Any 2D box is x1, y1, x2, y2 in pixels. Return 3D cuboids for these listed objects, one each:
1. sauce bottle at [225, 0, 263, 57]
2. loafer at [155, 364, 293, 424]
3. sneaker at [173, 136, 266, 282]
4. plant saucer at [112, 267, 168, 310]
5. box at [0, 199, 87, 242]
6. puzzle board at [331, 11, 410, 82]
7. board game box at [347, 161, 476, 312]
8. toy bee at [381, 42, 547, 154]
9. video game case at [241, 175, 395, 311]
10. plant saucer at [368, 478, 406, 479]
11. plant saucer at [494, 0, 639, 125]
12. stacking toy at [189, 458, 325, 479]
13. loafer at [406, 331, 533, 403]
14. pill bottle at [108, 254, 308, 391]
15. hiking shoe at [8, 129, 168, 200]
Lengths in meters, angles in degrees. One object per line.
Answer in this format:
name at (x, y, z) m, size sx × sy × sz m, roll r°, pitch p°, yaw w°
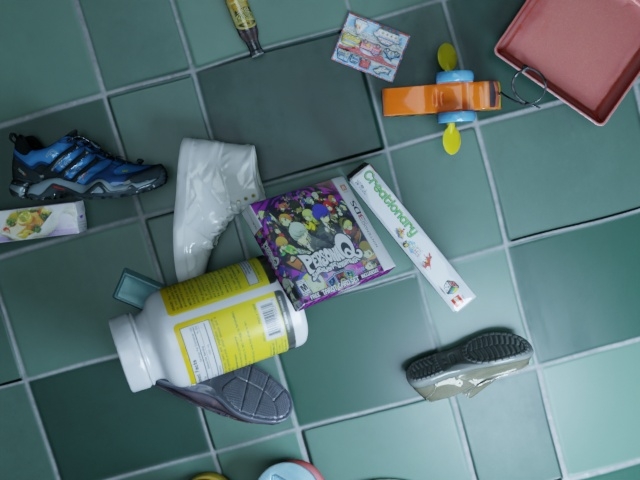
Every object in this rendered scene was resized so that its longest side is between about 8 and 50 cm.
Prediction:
sauce bottle at (-0.143, -0.413, 1.563) m, size 0.042 × 0.042 × 0.128 m, roll -24°, pitch 96°, yaw 2°
loafer at (-0.203, 0.290, 1.626) m, size 0.303 × 0.095 × 0.109 m, roll 21°, pitch 58°, yaw -5°
sneaker at (-0.188, -0.047, 1.570) m, size 0.169 × 0.108 × 0.292 m, roll 4°, pitch 95°, yaw 3°
plant saucer at (-0.316, 0.123, 1.633) m, size 0.192 × 0.018 × 0.067 m, roll 24°, pitch 96°, yaw -3°
box at (-0.621, -0.028, 1.592) m, size 0.324 × 0.067 × 0.063 m, roll -7°, pitch 95°, yaw 2°
puzzle board at (0.097, -0.372, 1.583) m, size 0.128 × 0.011 × 0.096 m, roll 21°, pitch 96°, yaw -3°
board game box at (0.163, -0.013, 1.530) m, size 0.053 × 0.193 × 0.305 m, roll -39°, pitch 95°, yaw 4°
toy bee at (0.274, -0.256, 1.543) m, size 0.298 × 0.162 × 0.195 m, roll 22°, pitch 105°, yaw 22°
video game case at (0.000, 0.000, 1.514) m, size 0.232 × 0.042 × 0.210 m, roll -19°, pitch 74°, yaw -37°
plant saucer at (0.137, 0.688, 1.653) m, size 0.401 × 0.100 × 0.400 m, roll 0°, pitch 97°, yaw 0°
plant saucer at (0.501, -0.392, 1.563) m, size 0.259 × 0.048 × 0.258 m, roll 34°, pitch 95°, yaw -3°
stacking toy at (-0.127, 0.574, 1.580) m, size 0.309 × 0.130 × 0.279 m, roll -14°, pitch 78°, yaw 6°
loafer at (0.298, 0.254, 1.621) m, size 0.251 × 0.094 × 0.087 m, roll -16°, pitch 121°, yaw 11°
pill bottle at (-0.207, 0.157, 1.517) m, size 0.334 × 0.188 × 0.187 m, roll -18°, pitch 96°, yaw -12°
hiking shoe at (-0.444, -0.145, 1.555) m, size 0.304 × 0.113 × 0.132 m, roll -1°, pitch 97°, yaw 0°
